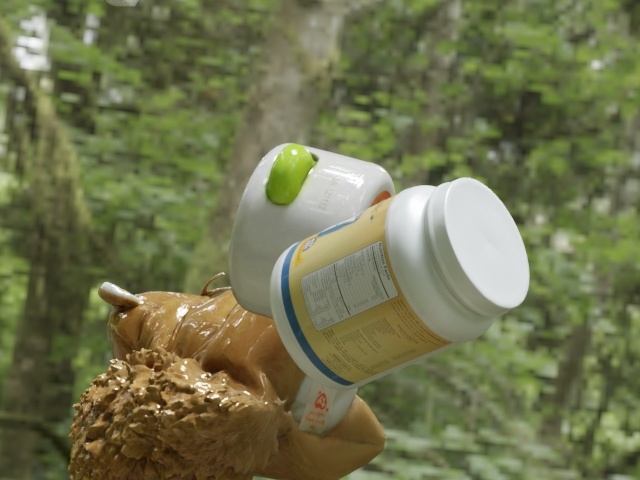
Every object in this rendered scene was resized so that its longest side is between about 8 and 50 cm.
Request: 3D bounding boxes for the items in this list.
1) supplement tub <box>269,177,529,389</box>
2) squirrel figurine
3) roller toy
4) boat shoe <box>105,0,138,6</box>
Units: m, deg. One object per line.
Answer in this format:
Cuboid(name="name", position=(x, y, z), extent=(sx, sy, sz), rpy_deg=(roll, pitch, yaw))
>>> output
Cuboid(name="supplement tub", position=(0.070, 0.038, 1.560), extent=(0.200, 0.144, 0.144), rpy_deg=(-26, -25, 33))
Cuboid(name="squirrel figurine", position=(-0.161, 0.169, 2.197), extent=(0.370, 0.281, 0.397), rpy_deg=(15, 34, 38))
Cuboid(name="roller toy", position=(0.000, 0.000, 1.899), extent=(0.146, 0.191, 0.209), rpy_deg=(15, 3, 16))
Cuboid(name="boat shoe", position=(-0.243, -0.311, 1.864), extent=(0.102, 0.108, 0.301), rpy_deg=(-3, 18, 0))
